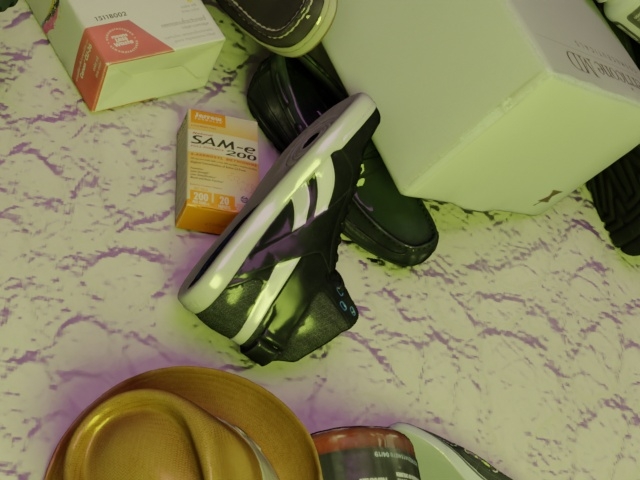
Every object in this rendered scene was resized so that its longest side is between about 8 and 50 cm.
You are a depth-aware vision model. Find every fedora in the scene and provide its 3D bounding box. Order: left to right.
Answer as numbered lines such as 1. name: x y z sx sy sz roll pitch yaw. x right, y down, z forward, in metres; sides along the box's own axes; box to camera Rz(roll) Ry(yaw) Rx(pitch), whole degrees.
1. fedora: -0.094 0.149 0.625 0.194 0.079 0.194 -7 58 10

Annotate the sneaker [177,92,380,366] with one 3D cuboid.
1. sneaker: 0.000 0.000 0.793 0.121 0.079 0.217 43 74 -16

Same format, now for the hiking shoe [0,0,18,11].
1. hiking shoe: -0.361 -0.204 0.694 0.304 0.113 0.132 -15 110 -29

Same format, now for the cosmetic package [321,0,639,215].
1. cosmetic package: 0.094 -0.254 0.931 0.230 0.161 0.453 5 53 -50

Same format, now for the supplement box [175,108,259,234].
1. supplement box: -0.083 -0.055 0.841 0.062 0.036 0.098 9 55 -20

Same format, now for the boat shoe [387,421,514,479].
1. boat shoe: 0.106 0.178 0.765 0.142 0.049 0.040 36 32 1

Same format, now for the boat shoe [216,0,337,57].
1. boat shoe: -0.089 -0.267 0.874 0.092 0.103 0.285 12 41 -54

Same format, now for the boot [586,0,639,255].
1. boot: 0.378 -0.143 1.042 0.260 0.131 0.347 -7 71 -20

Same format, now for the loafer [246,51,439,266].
1. loafer: 0.021 -0.073 0.873 0.076 0.078 0.223 -30 74 -35

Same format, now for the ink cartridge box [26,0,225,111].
1. ink cartridge box: -0.183 -0.215 0.886 0.115 0.067 0.198 -20 68 -34

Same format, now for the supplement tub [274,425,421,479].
1. supplement tub: 0.026 0.226 0.655 0.106 0.106 0.197 4 57 -22

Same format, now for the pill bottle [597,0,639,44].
1. pill bottle: 0.303 -0.210 0.917 0.137 0.078 0.078 35 50 -12
